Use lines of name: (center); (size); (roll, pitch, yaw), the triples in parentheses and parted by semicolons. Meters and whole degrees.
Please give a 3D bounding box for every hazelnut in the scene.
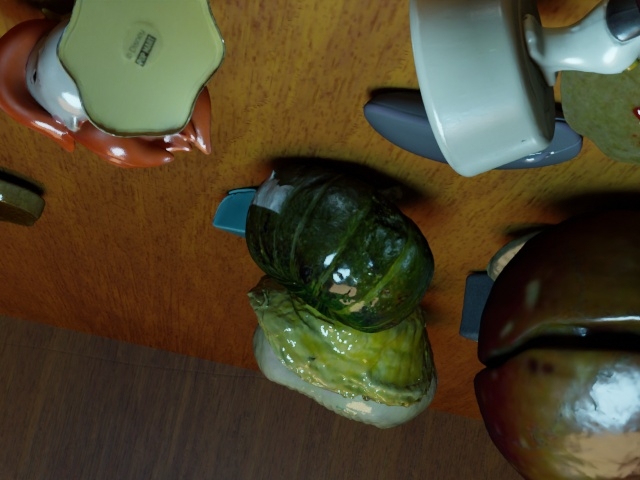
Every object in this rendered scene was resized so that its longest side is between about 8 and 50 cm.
hazelnut: (0.390, 0.143, 1.645); (0.402, 0.402, 0.429); (-1, 149, 42)

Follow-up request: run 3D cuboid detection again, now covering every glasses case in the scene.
glasses case: (-0.001, -0.001, 2.022); (0.301, 0.070, 0.117); (19, 174, -34)

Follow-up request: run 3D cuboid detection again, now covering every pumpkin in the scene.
pumpkin: (0.037, 0.000, 1.771); (0.260, 0.189, 0.260); (34, 174, 4)

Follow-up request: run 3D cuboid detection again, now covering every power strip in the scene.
power strip: (0.313, 0.099, 2.062); (0.070, 0.105, 0.256); (20, 165, -38)

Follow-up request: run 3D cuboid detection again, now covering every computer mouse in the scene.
computer mouse: (0.157, -0.111, 1.450); (0.232, 0.057, 0.120); (7, 166, 20)

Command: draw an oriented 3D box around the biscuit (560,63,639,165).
biscuit: (0.355, -0.086, 1.190); (0.319, 0.047, 0.183); (33, 149, 10)

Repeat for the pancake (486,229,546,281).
pancake: (0.333, 0.076, 1.880); (0.222, 0.042, 0.236); (-19, 119, 33)

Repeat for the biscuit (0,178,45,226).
biscuit: (-0.575, -0.082, 2.212); (0.273, 0.049, 0.257); (15, 169, -7)

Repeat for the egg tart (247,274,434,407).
egg tart: (0.047, 0.120, 2.209); (0.351, 0.153, 0.339); (26, -162, -17)

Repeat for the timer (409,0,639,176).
timer: (0.220, -0.159, 1.078); (0.266, 0.175, 0.175); (-11, 159, 19)

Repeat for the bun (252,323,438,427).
bun: (0.055, 0.203, 2.499); (0.361, 0.213, 0.361); (24, 178, 1)

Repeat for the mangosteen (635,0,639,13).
mangosteen: (0.263, -0.186, 0.772); (0.216, 0.216, 0.216); (11, 166, 3)

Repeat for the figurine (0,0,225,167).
figurine: (-0.199, -0.157, 1.346); (0.208, 0.181, 0.257); (-14, -175, -23)
